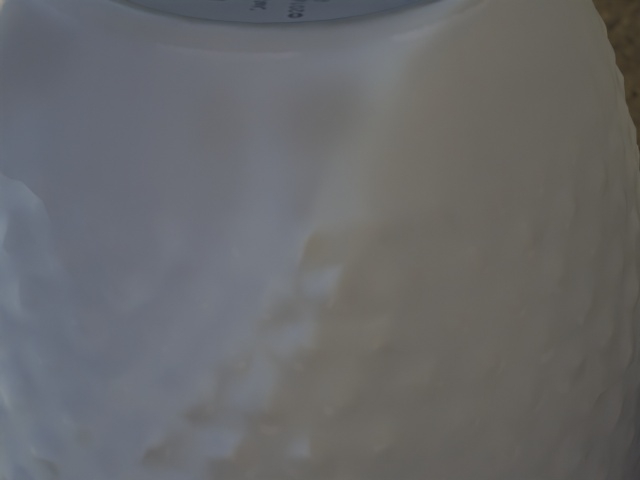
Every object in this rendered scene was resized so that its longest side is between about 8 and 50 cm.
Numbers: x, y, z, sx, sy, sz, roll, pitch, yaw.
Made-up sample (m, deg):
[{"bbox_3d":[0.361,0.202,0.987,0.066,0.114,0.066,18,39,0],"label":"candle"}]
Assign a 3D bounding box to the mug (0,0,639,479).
[{"bbox_3d":[0.000,0.000,0.728,0.276,0.328,0.374,10,38,14],"label":"mug"}]
